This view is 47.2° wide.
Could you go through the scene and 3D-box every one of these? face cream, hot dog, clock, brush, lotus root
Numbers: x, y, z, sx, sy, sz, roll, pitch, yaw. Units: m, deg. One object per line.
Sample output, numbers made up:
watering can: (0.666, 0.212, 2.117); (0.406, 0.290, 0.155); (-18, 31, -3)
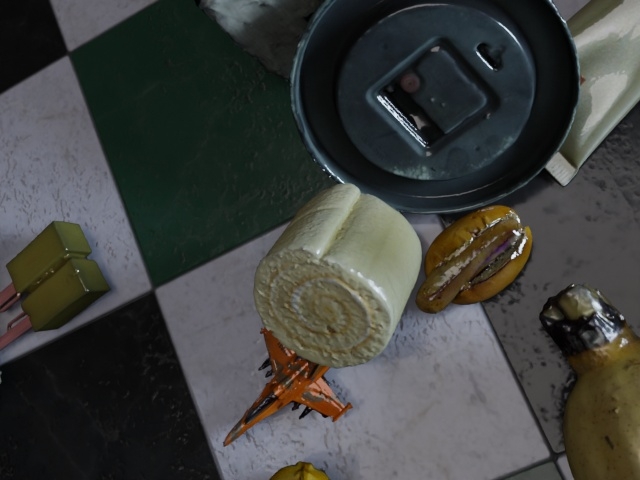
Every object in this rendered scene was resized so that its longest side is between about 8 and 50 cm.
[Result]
face cream: (0.330, -0.225, 0.757); (0.137, 0.084, 0.341); (46, 102, 5)
hot dog: (0.157, 0.021, 0.776); (0.140, 0.060, 0.090); (-34, 70, 12)
clock: (0.110, -0.152, 0.727); (0.281, 0.280, 0.055); (-10, 36, 15)
brush: (-0.379, 0.082, 0.937); (0.233, 0.047, 0.103); (-36, 73, 19)
lotus root: (0.298, 0.178, 0.647); (0.183, 0.183, 0.310); (-29, 74, 11)

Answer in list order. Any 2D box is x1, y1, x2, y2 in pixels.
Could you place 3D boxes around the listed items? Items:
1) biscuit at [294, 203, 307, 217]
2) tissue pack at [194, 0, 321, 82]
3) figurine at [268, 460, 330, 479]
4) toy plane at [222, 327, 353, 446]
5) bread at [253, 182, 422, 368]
biscuit: (0.000, 0.000, 0.848); (0.078, 0.015, 0.091); (9, 85, 18)
tissue pack: (-0.046, -0.426, 0.798); (0.253, 0.264, 0.416); (-25, 74, 16)
figurine: (-0.036, 0.350, 0.758); (0.156, 0.131, 0.246); (6, 97, -2)
toy plane: (-0.040, 0.165, 0.819); (0.135, 0.062, 0.188); (48, 110, 17)
bread: (0.020, 0.035, 0.754); (0.148, 0.141, 0.134); (43, 126, -6)
